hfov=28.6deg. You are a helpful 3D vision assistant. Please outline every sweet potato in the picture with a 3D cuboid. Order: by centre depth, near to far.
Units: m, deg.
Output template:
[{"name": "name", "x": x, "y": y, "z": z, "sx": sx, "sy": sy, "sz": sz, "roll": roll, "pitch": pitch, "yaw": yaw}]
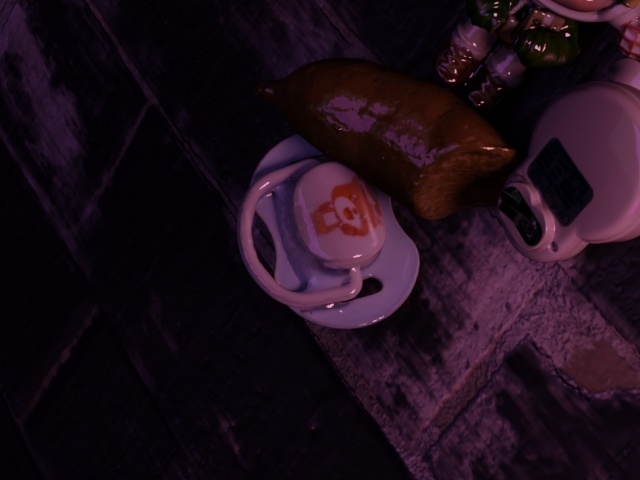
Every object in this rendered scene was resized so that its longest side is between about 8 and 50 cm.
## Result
[{"name": "sweet potato", "x": 0.080, "y": -0.144, "z": 1.564, "sx": 0.369, "sy": 0.158, "sz": 0.158, "roll": 34, "pitch": 112, "yaw": 25}]

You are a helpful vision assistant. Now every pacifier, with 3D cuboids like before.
[{"name": "pacifier", "x": 0.000, "y": 0.000, "z": 1.679, "sx": 0.207, "sy": 0.227, "sz": 0.279, "roll": 101, "pitch": 153, "yaw": -70}]

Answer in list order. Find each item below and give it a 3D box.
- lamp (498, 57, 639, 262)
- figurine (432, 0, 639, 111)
[{"name": "lamp", "x": 0.306, "y": -0.072, "z": 1.407, "sx": 0.246, "sy": 0.108, "sz": 0.179, "roll": -47, "pitch": 54, "yaw": 34}, {"name": "figurine", "x": 0.267, "y": -0.299, "z": 1.424, "sx": 0.281, "sy": 0.167, "sz": 0.370, "roll": 39, "pitch": 132, "yaw": 0}]
